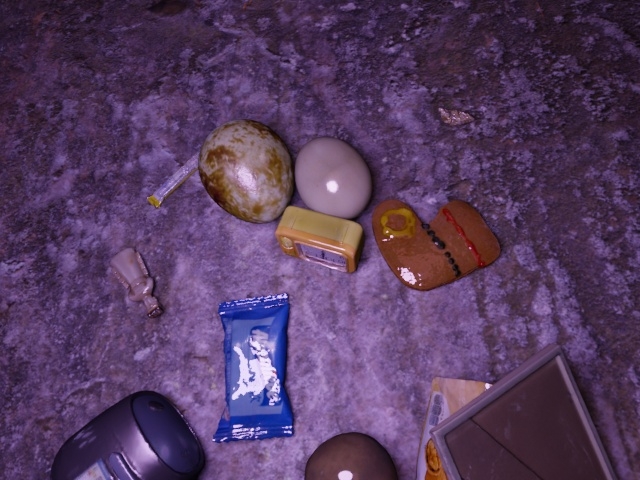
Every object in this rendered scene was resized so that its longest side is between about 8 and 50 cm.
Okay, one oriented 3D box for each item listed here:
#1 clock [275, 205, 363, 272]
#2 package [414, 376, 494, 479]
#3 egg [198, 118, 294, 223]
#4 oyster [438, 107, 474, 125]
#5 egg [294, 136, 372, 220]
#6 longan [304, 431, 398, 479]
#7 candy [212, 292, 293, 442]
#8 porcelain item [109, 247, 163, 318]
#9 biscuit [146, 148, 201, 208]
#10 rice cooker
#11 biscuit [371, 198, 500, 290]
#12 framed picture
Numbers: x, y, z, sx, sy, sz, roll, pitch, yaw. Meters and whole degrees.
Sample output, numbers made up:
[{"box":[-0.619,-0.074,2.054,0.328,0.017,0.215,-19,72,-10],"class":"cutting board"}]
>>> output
[{"box":[0.000,0.000,1.048,0.202,0.143,0.096,15,64,13],"class":"clock"},{"box":[0.305,0.444,0.826,0.164,0.221,0.312,18,72,-8],"class":"package"},{"box":[-0.183,-0.172,1.091,0.238,0.238,0.290,-30,75,-4],"class":"egg"},{"box":[0.375,-0.339,1.171,0.083,0.080,0.038,29,99,50],"class":"oyster"},{"box":[0.028,-0.161,1.083,0.188,0.189,0.254,-28,60,-4],"class":"egg"},{"box":[0.063,0.475,0.847,0.189,0.189,0.189,-3,69,7],"class":"longan"},{"box":[-0.159,0.291,0.998,0.186,0.077,0.332,-5,69,-2],"class":"candy"},{"box":[-0.475,0.117,1.116,0.084,0.054,0.213,-40,68,-5],"class":"porcelain item"},{"box":[-0.390,-0.210,1.247,0.048,0.026,0.292,41,80,16],"class":"biscuit"},{"box":[-0.390,0.466,0.869,0.224,0.267,0.267,-40,69,-7],"class":"rice cooker"},{"box":[0.281,-0.018,1.066,0.276,0.052,0.262,-20,68,0],"class":"biscuit"},{"box":[0.395,0.455,0.737,0.325,0.028,0.447,-21,88,-23],"class":"framed picture"}]
